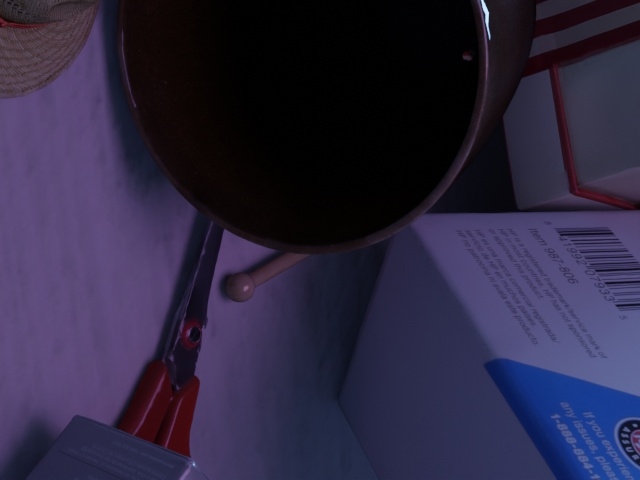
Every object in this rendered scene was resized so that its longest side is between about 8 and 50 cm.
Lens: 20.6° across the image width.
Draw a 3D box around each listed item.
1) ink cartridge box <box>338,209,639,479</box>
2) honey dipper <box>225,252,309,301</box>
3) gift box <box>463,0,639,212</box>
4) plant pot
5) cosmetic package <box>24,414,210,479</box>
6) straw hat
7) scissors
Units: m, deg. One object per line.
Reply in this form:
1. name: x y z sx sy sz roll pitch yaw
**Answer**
1. ink cartridge box: 0.253 0.124 1.097 0.395 0.285 0.166 -1 128 -26
2. honey dipper: 0.000 0.000 1.099 0.161 0.030 0.030 -29 118 -41
3. gift box: 0.255 -0.150 1.210 0.255 0.258 0.276 19 60 -50
4. plant pot: 0.035 -0.123 1.009 0.230 0.215 0.215 -28 118 -61
5. cosmetic package: -0.137 0.224 0.902 0.238 0.107 0.127 -56 136 -23
6. straw hat: -0.143 -0.139 0.883 0.144 0.061 0.144 -9 103 -49
7. scissors: -0.079 0.075 1.029 0.109 0.021 0.297 42 63 -42
